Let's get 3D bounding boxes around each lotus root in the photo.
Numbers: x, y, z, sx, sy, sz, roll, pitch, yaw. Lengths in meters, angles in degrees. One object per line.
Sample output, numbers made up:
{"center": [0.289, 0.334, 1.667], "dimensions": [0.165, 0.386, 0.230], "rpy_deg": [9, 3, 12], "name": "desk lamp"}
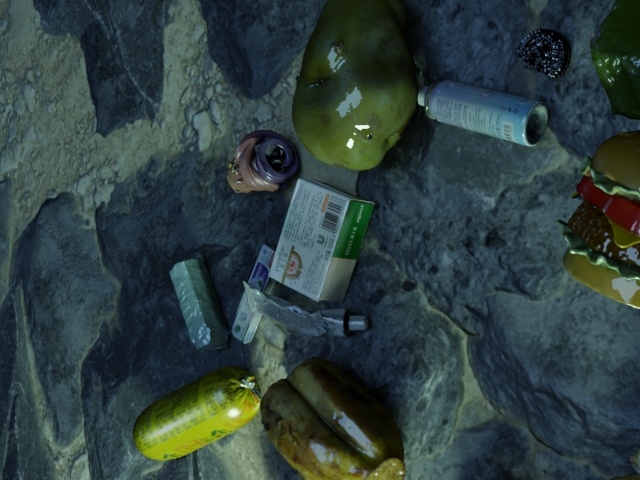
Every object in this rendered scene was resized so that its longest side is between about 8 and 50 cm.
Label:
{"center": [0.019, 0.327, 1.723], "dimensions": [0.291, 0.193, 0.193], "rpy_deg": [39, 110, 35], "name": "lotus root"}

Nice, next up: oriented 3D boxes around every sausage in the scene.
{"center": [-0.243, 0.340, 1.970], "dimensions": [0.347, 0.123, 0.123], "rpy_deg": [-31, 67, 34], "name": "sausage"}

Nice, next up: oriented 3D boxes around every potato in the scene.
{"center": [0.063, -0.293, 1.742], "dimensions": [0.218, 0.202, 0.351], "rpy_deg": [149, 124, -60], "name": "potato"}

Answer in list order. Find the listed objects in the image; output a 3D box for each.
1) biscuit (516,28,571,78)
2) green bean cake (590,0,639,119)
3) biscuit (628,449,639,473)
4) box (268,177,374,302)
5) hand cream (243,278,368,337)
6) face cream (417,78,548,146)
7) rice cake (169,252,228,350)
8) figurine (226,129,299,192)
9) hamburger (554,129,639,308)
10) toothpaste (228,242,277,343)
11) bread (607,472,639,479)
{"center": [0.355, -0.293, 1.607], "dimensions": [0.087, 0.027, 0.089], "rpy_deg": [-21, 73, 35], "name": "biscuit"}
{"center": [0.519, -0.273, 1.341], "dimensions": [0.249, 0.156, 0.247], "rpy_deg": [10, 60, 45], "name": "green bean cake"}
{"center": [0.547, 0.284, 1.395], "dimensions": [0.231, 0.016, 0.139], "rpy_deg": [-53, 56, 23], "name": "biscuit"}
{"center": [0.000, 0.000, 1.835], "dimensions": [0.135, 0.081, 0.199], "rpy_deg": [25, 99, 39], "name": "box"}
{"center": [-0.031, 0.132, 1.838], "dimensions": [0.256, 0.084, 0.050], "rpy_deg": [12, 50, 25], "name": "hand cream"}
{"center": [0.255, -0.214, 1.650], "dimensions": [0.229, 0.075, 0.075], "rpy_deg": [22, 99, 38], "name": "face cream"}
{"center": [-0.243, 0.127, 2.029], "dimensions": [0.063, 0.069, 0.207], "rpy_deg": [-37, 65, 31], "name": "rice cake"}
{"center": [-0.128, -0.137, 1.934], "dimensions": [0.157, 0.126, 0.114], "rpy_deg": [-28, 25, 32], "name": "figurine"}
{"center": [0.456, -0.037, 1.325], "dimensions": [0.274, 0.274, 0.212], "rpy_deg": [27, 113, 38], "name": "hamburger"}
{"center": [-0.120, 0.103, 1.948], "dimensions": [0.047, 0.040, 0.196], "rpy_deg": [30, 105, 33], "name": "toothpaste"}
{"center": [0.480, 0.431, 1.300], "dimensions": [0.279, 0.207, 0.279], "rpy_deg": [-21, 77, 35], "name": "bread"}
